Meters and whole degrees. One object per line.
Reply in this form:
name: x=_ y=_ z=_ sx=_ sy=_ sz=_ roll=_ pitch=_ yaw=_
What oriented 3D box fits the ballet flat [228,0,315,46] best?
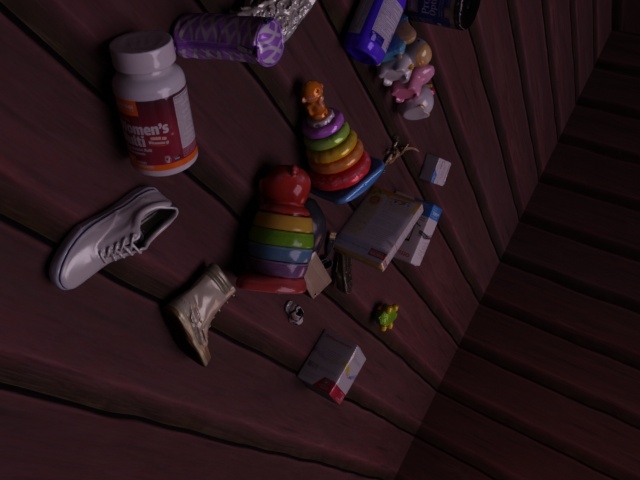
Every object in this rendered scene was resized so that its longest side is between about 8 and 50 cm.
ballet flat: x=-0.039 y=-0.532 z=1.338 sx=0.409 sy=0.147 sz=0.147 roll=-57 pitch=150 yaw=-19

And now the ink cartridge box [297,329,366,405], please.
ink cartridge box: x=0.038 y=0.394 z=2.105 sx=0.176 sy=0.128 sz=0.127 roll=-57 pitch=150 yaw=-17

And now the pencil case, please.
pencil case: x=-0.162 y=-0.347 z=1.176 sx=0.088 sy=0.206 sz=0.086 roll=-54 pitch=143 yaw=-33

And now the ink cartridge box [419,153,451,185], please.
ink cartridge box: x=0.397 y=-0.243 z=2.340 sx=0.122 sy=0.052 sz=0.088 roll=7 pitch=104 yaw=-59

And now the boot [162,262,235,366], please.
boot: x=-0.254 y=0.169 z=1.514 sx=0.165 sy=0.077 sz=0.213 roll=-50 pitch=144 yaw=-32

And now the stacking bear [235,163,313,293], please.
stacking bear: x=-0.092 y=-0.033 z=1.562 sx=0.175 sy=0.164 sz=0.289 roll=-112 pitch=-151 yaw=-85

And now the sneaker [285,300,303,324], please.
sneaker: x=-0.066 y=0.209 z=1.891 sx=0.040 sy=0.044 sz=0.109 roll=-58 pitch=152 yaw=-21

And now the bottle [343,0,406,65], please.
bottle: x=0.152 y=-0.577 z=1.651 sx=0.118 sy=0.092 sz=0.283 roll=22 pitch=90 yaw=-60

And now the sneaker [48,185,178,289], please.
sneaker: x=-0.360 y=-0.005 z=1.195 sx=0.258 sy=0.091 sz=0.094 roll=-49 pitch=146 yaw=-30

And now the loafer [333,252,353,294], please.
loafer: x=0.063 y=0.089 z=2.020 sx=0.056 sy=0.050 sz=0.148 roll=-22 pitch=113 yaw=-56

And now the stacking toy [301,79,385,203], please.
stacking toy: x=0.016 y=-0.252 z=1.620 sx=0.175 sy=0.166 sz=0.302 roll=-42 pitch=132 yaw=-19

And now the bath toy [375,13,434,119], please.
bath toy: x=0.244 y=-0.464 z=1.860 sx=0.348 sy=0.151 sz=0.129 roll=46 pitch=40 yaw=-61

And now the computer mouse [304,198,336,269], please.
computer mouse: x=0.000 y=0.000 z=1.836 sx=0.184 sy=0.060 sz=0.262 roll=-30 pitch=135 yaw=-47

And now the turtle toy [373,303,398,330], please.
turtle toy: x=0.233 y=0.263 z=2.405 sx=0.130 sy=0.066 sz=0.095 roll=-6 pitch=115 yaw=-59

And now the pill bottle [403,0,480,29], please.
pill bottle: x=0.282 y=-0.612 z=1.714 sx=0.123 sy=0.219 sz=0.123 roll=-38 pitch=140 yaw=-42

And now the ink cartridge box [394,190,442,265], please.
ink cartridge box: x=0.281 y=-0.037 z=2.189 sx=0.086 sy=0.148 sz=0.203 roll=20 pitch=92 yaw=-62

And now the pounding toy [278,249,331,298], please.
pounding toy: x=-0.063 y=0.084 z=1.729 sx=0.100 sy=0.141 sz=0.130 roll=-43 pitch=128 yaw=-19

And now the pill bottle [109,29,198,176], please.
pill bottle: x=-0.281 y=-0.229 z=1.140 sx=0.121 sy=0.121 sz=0.221 roll=-42 pitch=142 yaw=-38

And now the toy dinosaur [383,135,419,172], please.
toy dinosaur: x=0.237 y=-0.274 z=2.070 sx=0.183 sy=0.053 sz=0.092 roll=-35 pitch=154 yaw=-33

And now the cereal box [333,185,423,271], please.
cereal box: x=0.168 y=-0.039 z=1.976 sx=0.240 sy=0.173 sz=0.047 roll=-53 pitch=149 yaw=-22
